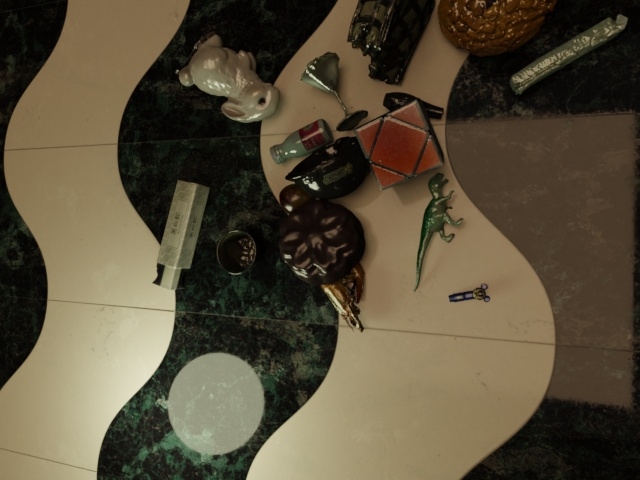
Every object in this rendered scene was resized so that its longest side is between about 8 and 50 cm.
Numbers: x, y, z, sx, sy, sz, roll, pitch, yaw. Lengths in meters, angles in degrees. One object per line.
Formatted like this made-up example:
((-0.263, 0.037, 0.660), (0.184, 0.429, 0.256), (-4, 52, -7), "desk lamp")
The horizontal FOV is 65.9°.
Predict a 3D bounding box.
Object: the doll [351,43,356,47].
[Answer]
((0.136, -0.697, 1.663), (0.112, 0.076, 0.078), (7, 98, 22), "doll")

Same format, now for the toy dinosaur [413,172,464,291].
((0.375, -0.020, 1.534), (0.129, 0.076, 0.384), (9, 86, 27), "toy dinosaur")

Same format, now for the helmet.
((0.039, -0.214, 1.588), (0.278, 0.230, 0.161), (-31, 111, 3), "helmet")

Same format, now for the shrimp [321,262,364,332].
((0.094, 0.161, 1.637), (0.152, 0.063, 0.287), (-32, 75, 4), "shrimp")

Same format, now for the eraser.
((-0.526, -0.022, 1.858), (0.098, 0.096, 0.405), (15, 91, 20), "eraser")

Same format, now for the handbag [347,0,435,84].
((0.217, -0.688, 1.499), (0.162, 0.325, 0.327), (22, 94, 22), "handbag")

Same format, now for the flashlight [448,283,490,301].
((0.452, 0.168, 1.509), (0.121, 0.035, 0.058), (-12, 83, 19), "flashlight")

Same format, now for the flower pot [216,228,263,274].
((-0.278, 0.043, 1.755), (0.157, 0.107, 0.158), (-2, 85, 17), "flower pot")

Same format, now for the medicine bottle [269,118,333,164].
((-0.069, -0.337, 1.709), (0.216, 0.090, 0.091), (-22, 79, 18), "medicine bottle")

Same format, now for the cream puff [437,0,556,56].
((0.511, -0.719, 1.444), (0.342, 0.231, 0.328), (6, 92, 21), "cream puff")

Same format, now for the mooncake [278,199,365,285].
((0.000, 0.000, 1.605), (0.282, 0.141, 0.283), (-8, 69, 20), "mooncake")

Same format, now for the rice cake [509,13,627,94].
((0.718, -0.543, 1.441), (0.336, 0.066, 0.063), (-31, 85, 17), "rice cake")

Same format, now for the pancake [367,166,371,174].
((0.118, -0.249, 1.676), (0.114, 0.011, 0.115), (-1, 87, 23), "pancake")

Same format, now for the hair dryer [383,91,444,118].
((0.277, -0.361, 1.608), (0.195, 0.075, 0.219), (19, 104, 12), "hair dryer")

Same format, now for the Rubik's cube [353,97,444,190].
((0.245, -0.295, 1.499), (0.205, 0.205, 0.208), (-24, 99, 19), "Rubik's cube")

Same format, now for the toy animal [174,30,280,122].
((-0.314, -0.556, 1.777), (0.258, 0.194, 0.357), (-43, 81, 3), "toy animal")

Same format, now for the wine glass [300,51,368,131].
((0.052, -0.487, 1.650), (0.156, 0.156, 0.232), (-31, 80, 16), "wine glass")

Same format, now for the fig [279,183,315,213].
((-0.065, -0.152, 1.691), (0.154, 0.103, 0.109), (-26, 99, 17), "fig")
